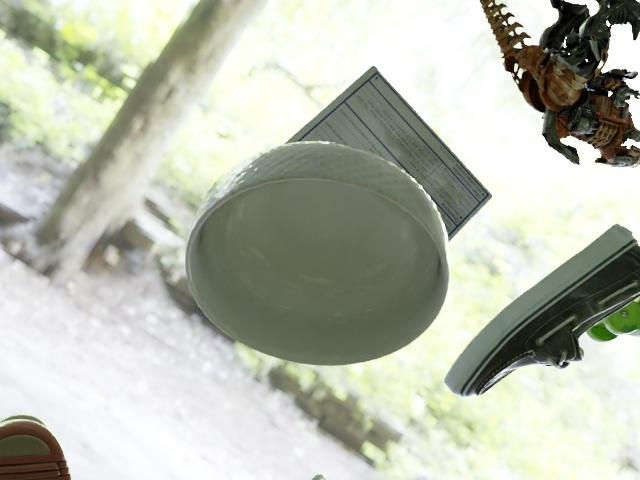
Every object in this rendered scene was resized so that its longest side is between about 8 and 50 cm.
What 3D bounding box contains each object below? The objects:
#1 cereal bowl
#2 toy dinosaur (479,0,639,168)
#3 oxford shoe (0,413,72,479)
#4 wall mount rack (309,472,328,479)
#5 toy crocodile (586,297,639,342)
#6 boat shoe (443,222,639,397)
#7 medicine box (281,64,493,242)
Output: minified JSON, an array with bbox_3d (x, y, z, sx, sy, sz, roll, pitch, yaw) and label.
[{"bbox_3d":[0.000,0.000,1.939,0.339,0.339,0.141,32,39,-22],"label":"cereal bowl"},{"bbox_3d":[0.341,-0.231,2.032,0.164,0.218,0.322,15,-21,43],"label":"toy dinosaur"},{"bbox_3d":[-0.344,0.326,1.676,0.140,0.397,0.146,3,35,-14],"label":"oxford shoe"},{"bbox_3d":[0.022,0.495,2.066,0.130,0.350,0.304,-1,-9,19],"label":"wall mount rack"},{"bbox_3d":[0.575,0.136,2.636,0.340,0.105,0.115,16,-15,-8],"label":"toy crocodile"},{"bbox_3d":[0.322,0.120,2.094,0.119,0.335,0.121,51,8,14],"label":"boat shoe"},{"bbox_3d":[0.052,-0.056,2.183,0.263,0.289,0.149,48,-34,-2],"label":"medicine box"}]
